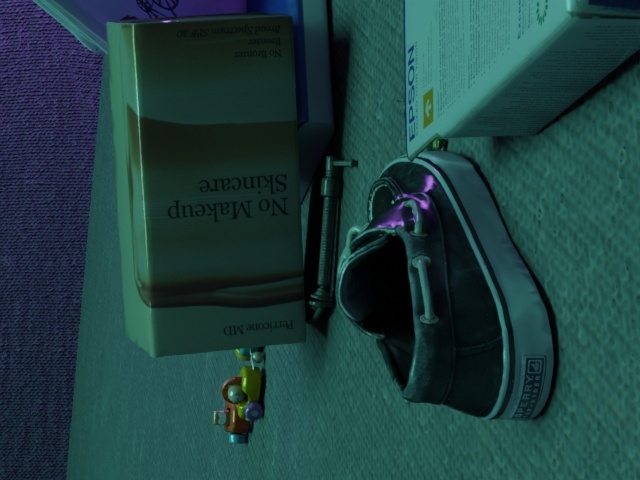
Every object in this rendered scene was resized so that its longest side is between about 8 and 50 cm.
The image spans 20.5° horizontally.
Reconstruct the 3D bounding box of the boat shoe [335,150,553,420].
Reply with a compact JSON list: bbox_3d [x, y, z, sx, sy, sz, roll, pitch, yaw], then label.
[{"bbox_3d":[0.058,0.022,1.142,0.301,0.102,0.108,-111,27,-60],"label":"boat shoe"}]

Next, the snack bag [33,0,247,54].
[{"bbox_3d":[-0.199,-0.277,1.828,0.037,0.342,0.323,-38,26,28],"label":"snack bag"}]

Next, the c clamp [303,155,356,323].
[{"bbox_3d":[0.000,0.000,1.583,0.137,0.022,0.160,-147,61,-75],"label":"c clamp"}]

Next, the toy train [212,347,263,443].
[{"bbox_3d":[-0.092,0.139,1.899,0.125,0.046,0.166,-176,88,-77],"label":"toy train"}]

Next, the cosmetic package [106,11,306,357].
[{"bbox_3d":[-0.103,-0.054,1.598,0.129,0.153,0.296,-155,60,-71],"label":"cosmetic package"}]

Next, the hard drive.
[{"bbox_3d":[-0.035,-0.202,1.743,0.210,0.040,0.318,117,153,-60],"label":"hard drive"}]

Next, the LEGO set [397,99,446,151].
[{"bbox_3d":[0.071,-0.085,1.289,0.083,0.023,0.054,-135,50,-73],"label":"LEGO set"}]

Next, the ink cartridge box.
[{"bbox_3d":[0.118,-0.235,1.029,0.330,0.071,0.324,136,135,-76],"label":"ink cartridge box"}]
